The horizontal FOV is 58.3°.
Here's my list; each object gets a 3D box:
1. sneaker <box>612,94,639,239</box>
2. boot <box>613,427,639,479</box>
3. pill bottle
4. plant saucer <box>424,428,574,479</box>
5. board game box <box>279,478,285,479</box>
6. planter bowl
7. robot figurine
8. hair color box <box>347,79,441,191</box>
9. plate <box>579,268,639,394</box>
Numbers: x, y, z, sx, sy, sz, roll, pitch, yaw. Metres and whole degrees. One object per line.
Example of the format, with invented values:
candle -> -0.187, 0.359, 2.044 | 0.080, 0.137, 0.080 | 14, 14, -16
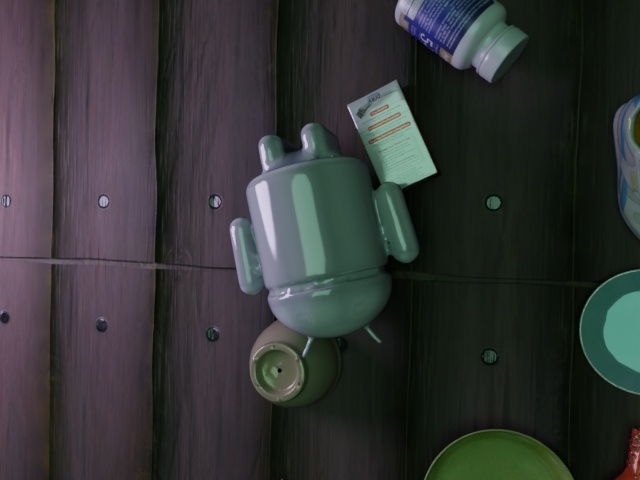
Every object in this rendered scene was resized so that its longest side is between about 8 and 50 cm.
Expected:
sneaker -> 0.470, -0.094, 0.814 | 0.088, 0.092, 0.228 | -13, 88, 16
boot -> 0.468, 0.322, 0.839 | 0.158, 0.059, 0.084 | -38, 76, 6
pill bottle -> 0.218, -0.331, 0.883 | 0.187, 0.112, 0.112 | 43, 102, 14
plant saucer -> 0.275, 0.411, 0.889 | 0.241, 0.037, 0.240 | -1, 85, 6
board game box -> -0.121, 0.607, 1.008 | 0.303, 0.097, 0.224 | -42, 78, 12
planter bowl -> -0.055, 0.214, 0.977 | 0.162, 0.109, 0.161 | 0, 90, 19
robot figurine -> 0.000, 0.000, 0.909 | 0.300, 0.200, 0.353 | -12, 86, 19
hair color box -> 0.122, -0.166, 0.946 | 0.093, 0.053, 0.167 | -24, 85, 18
plate -> 0.483, 0.134, 0.847 | 0.188, 0.024, 0.188 | 0, 91, 17
